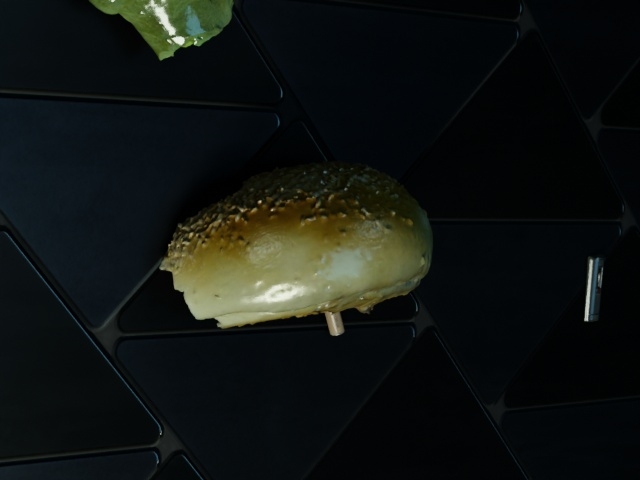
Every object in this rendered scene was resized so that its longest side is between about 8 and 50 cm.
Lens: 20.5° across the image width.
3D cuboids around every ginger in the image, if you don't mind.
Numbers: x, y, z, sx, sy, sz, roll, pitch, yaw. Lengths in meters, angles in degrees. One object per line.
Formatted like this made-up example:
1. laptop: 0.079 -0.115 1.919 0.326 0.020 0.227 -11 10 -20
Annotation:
1. ginger: -0.193 -0.296 1.738 0.137 0.089 0.290 -39 124 22

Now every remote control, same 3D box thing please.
1. remote control: 0.369 0.065 2.376 0.034 0.016 0.091 -8 105 -45

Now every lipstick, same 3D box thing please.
1. lipstick: 0.009 0.065 2.052 0.019 0.019 0.094 -31 118 -33

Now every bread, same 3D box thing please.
1. bread: 0.000 0.000 1.905 0.314 0.192 0.171 -10 93 -37
